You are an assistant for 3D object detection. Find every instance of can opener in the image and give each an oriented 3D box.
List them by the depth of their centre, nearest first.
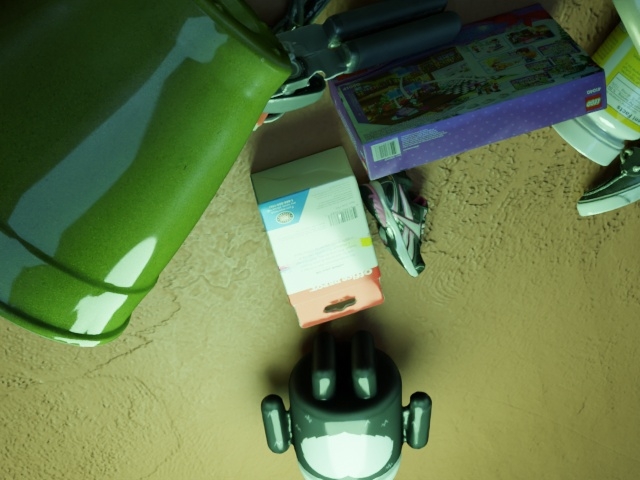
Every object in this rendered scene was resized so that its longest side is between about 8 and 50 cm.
[{"bbox_3d":[0.030,-0.225,1.283,0.283,0.076,0.095,-20,162,-21],"label":"can opener"}]

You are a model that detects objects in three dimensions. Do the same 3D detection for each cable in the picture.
[{"bbox_3d":[-0.038,-0.236,1.284,0.287,0.072,0.139,-44,129,18],"label":"cable"}]

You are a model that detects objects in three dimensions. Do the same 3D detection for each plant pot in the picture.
[{"bbox_3d":[-0.230,-0.143,1.128,0.353,0.366,0.366,-45,125,13],"label":"plant pot"}]

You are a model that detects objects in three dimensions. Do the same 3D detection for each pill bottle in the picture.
[{"bbox_3d":[0.404,-0.208,1.397,0.119,0.119,0.208,23,117,-29],"label":"pill bottle"}]

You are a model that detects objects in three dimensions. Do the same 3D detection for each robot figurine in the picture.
[{"bbox_3d":[0.040,0.268,1.612,0.173,0.209,0.278,-38,139,-37],"label":"robot figurine"}]

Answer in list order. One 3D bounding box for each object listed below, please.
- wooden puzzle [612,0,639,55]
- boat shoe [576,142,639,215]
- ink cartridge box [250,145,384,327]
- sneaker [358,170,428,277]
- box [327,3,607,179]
[{"bbox_3d":[0.471,-0.312,1.263,0.238,0.044,0.221,-32,110,5],"label":"wooden puzzle"},{"bbox_3d":[0.461,-0.106,1.526,0.219,0.078,0.070,-27,96,13],"label":"boat shoe"},{"bbox_3d":[0.000,0.000,1.465,0.134,0.078,0.231,-17,128,-2],"label":"ink cartridge box"},{"bbox_3d":[0.122,-0.024,1.490,0.077,0.072,0.178,-32,134,-5],"label":"sneaker"},{"bbox_3d":[0.169,-0.186,1.297,0.293,0.201,0.057,-17,128,-2],"label":"box"}]
